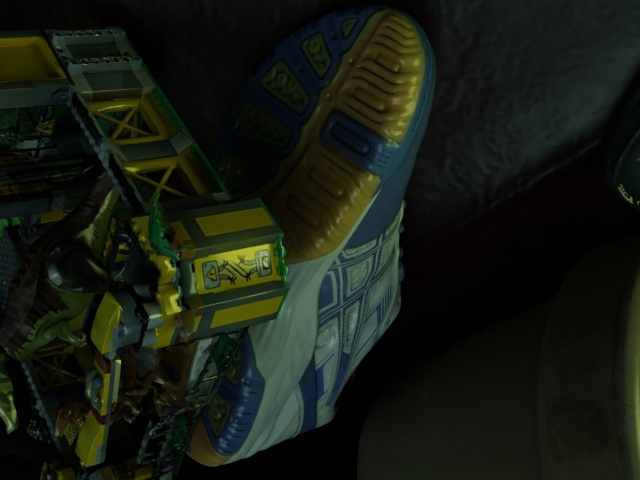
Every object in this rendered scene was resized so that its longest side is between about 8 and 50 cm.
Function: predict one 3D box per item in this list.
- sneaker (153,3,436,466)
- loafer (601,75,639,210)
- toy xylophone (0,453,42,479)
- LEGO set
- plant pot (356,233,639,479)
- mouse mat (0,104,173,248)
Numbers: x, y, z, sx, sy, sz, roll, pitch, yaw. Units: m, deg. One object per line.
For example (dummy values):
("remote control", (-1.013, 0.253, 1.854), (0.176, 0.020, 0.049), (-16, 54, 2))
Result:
("sneaker", (0.000, 0.000, 0.571), (0.131, 0.112, 0.296), (-1, 126, -46))
("loafer", (0.228, -0.088, 0.465), (0.076, 0.078, 0.223), (32, 126, -16))
("toy xylophone", (-0.210, 0.220, 0.717), (0.322, 0.081, 0.236), (33, 169, -8))
("LEGO set", (-0.180, 0.045, 0.505), (0.192, 0.255, 0.331), (-12, 152, -35))
("plant pot", (0.150, 0.140, 0.576), (0.229, 0.263, 0.263), (-17, 126, 41))
("mouse mat", (-0.201, -0.021, 0.634), (0.189, 0.007, 0.152), (-27, 120, 28))
